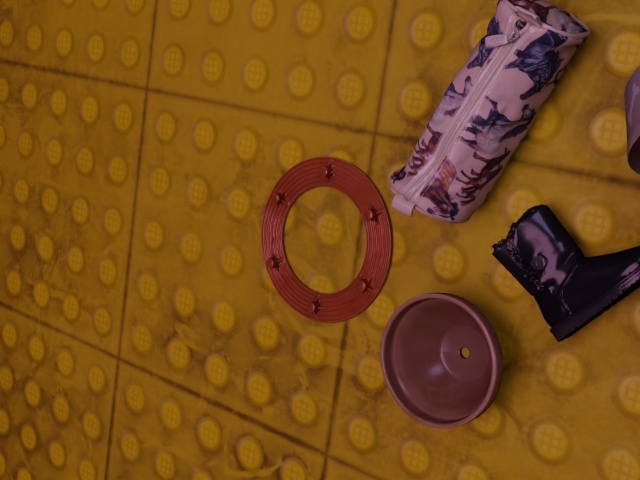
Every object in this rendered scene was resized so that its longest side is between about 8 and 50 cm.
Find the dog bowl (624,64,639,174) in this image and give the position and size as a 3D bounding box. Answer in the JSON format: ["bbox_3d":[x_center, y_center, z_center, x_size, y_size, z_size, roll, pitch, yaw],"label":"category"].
[{"bbox_3d":[0.569,-0.198,1.257,0.349,0.349,0.102,-26,66,37],"label":"dog bowl"}]

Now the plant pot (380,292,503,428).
[{"bbox_3d":[0.232,0.207,1.691,0.237,0.110,0.237,3,95,38],"label":"plant pot"}]

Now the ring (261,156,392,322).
[{"bbox_3d":[0.000,0.000,1.911,0.337,0.032,0.336,3,94,39],"label":"ring"}]

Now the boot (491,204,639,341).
[{"bbox_3d":[0.412,0.021,1.541,0.246,0.094,0.207,-46,70,38],"label":"boot"}]

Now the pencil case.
[{"bbox_3d":[0.269,-0.213,1.583,0.160,0.183,0.410,48,121,32],"label":"pencil case"}]
